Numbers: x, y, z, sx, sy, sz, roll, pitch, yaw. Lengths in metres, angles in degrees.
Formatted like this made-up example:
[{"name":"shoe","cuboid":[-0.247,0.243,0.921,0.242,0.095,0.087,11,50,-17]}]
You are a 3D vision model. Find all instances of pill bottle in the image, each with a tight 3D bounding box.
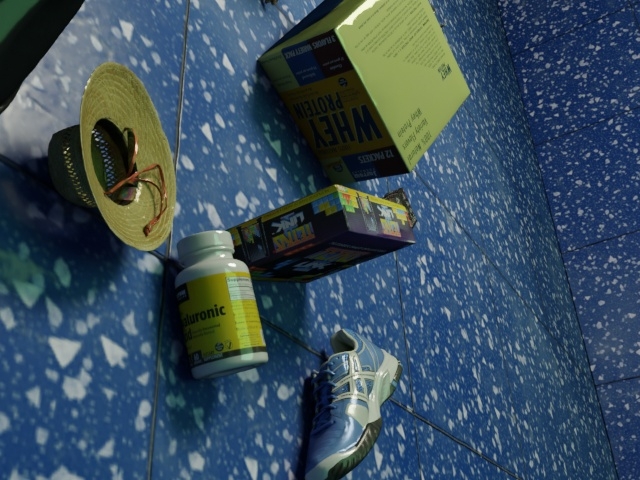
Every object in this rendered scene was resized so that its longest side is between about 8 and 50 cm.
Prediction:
[{"name":"pill bottle","cuboid":[-0.087,0.054,0.614,0.065,0.065,0.116,13,60,-61]}]

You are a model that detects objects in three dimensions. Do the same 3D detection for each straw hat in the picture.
[{"name":"straw hat","cuboid":[-0.165,-0.055,0.540,0.144,0.061,0.144,-6,90,-77]}]

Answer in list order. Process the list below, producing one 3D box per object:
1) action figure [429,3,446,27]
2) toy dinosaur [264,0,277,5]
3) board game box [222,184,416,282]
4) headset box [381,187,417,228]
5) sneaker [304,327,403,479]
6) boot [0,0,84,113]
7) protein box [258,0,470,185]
[{"name":"action figure","cuboid":[0.098,-0.367,1.188,0.275,0.141,0.164,59,2,42]},{"name":"toy dinosaur","cuboid":[-0.011,-0.431,0.914,0.200,0.296,0.127,87,-19,-71]},{"name":"board game box","cuboid":[0.000,0.000,0.740,0.170,0.141,0.048,8,64,-62]},{"name":"headset box","cuboid":[0.118,-0.039,1.136,0.062,0.032,0.083,64,26,-12]},{"name":"sneaker","cuboid":[0.018,0.170,0.751,0.081,0.080,0.211,43,29,-6]},{"name":"boot","cuboid":[-0.159,-0.199,0.484,0.094,0.207,0.246,49,33,-38]},{"name":"protein box","cuboid":[0.065,-0.216,0.964,0.200,0.136,0.201,-51,121,-36]}]
